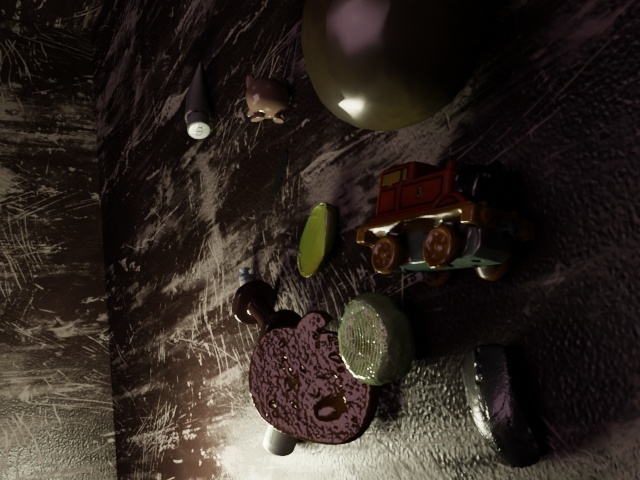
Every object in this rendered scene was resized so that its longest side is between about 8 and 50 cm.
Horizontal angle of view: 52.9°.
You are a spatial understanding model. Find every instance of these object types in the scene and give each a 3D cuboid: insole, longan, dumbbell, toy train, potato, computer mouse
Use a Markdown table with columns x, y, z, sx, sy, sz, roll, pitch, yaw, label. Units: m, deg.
| x | y | z | sx | sy | sz | roll | pitch | yaw | label |
| --- | --- | --- | --- | --- | --- | --- | --- | --- | --- |
| -0.117 | -0.195 | 1.858 | 0.045 | 0.002 | 0.135 | 44 | 124 | 50 | insole |
| 0.137 | -0.402 | 1.197 | 0.404 | 0.336 | 0.404 | 20 | -90 | -90 | longan |
| -0.146 | 0.212 | 1.771 | 0.225 | 0.124 | 0.140 | 40 | 121 | 51 | dumbbell |
| 0.216 | -0.039 | 1.212 | 0.369 | 0.163 | 0.231 | -12 | 70 | 56 | toy train |
| 0.000 | 0.000 | 1.628 | 0.119 | 0.054 | 0.198 | 19 | 100 | 56 | potato |
| 0.311 | 0.287 | 1.121 | 0.122 | 0.073 | 0.217 | -40 | 55 | 49 | computer mouse |

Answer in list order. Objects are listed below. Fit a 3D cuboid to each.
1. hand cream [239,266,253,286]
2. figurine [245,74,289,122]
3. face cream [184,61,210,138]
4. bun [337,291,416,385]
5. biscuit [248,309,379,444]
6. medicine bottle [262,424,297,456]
| x | y | z | sx | sy | sz | roll | pitch | yaw | label |
| --- | --- | --- | --- | --- | --- | --- | --- | --- | --- |
| -0.218 | 0.165 | 1.957 | 0.065 | 0.043 | 0.170 | -28 | 67 | 49 | hand cream |
| -0.150 | -0.399 | 1.813 | 0.125 | 0.125 | 0.138 | -26 | 64 | 53 | figurine |
| -0.449 | -0.497 | 2.311 | 0.143 | 0.089 | 0.314 | -55 | 38 | 41 | face cream |
| 0.126 | 0.205 | 1.366 | 0.195 | 0.118 | 0.195 | 9 | 102 | 53 | bun |
| -0.020 | 0.323 | 1.549 | 0.367 | 0.063 | 0.314 | 4 | 88 | 35 | biscuit |
| -0.080 | 0.440 | 1.688 | 0.095 | 0.095 | 0.260 | 44 | 126 | 48 | medicine bottle |
